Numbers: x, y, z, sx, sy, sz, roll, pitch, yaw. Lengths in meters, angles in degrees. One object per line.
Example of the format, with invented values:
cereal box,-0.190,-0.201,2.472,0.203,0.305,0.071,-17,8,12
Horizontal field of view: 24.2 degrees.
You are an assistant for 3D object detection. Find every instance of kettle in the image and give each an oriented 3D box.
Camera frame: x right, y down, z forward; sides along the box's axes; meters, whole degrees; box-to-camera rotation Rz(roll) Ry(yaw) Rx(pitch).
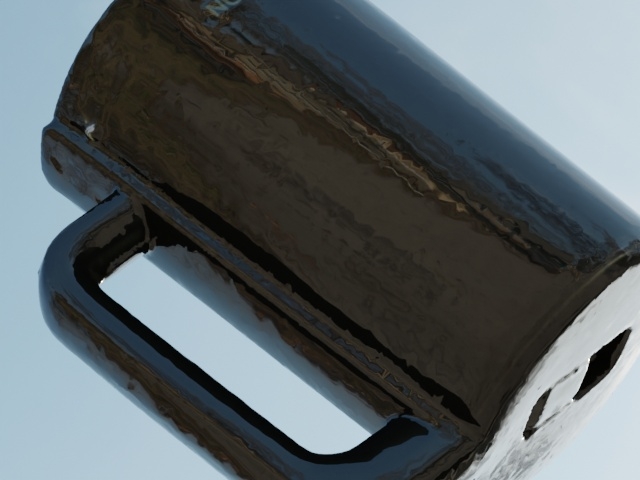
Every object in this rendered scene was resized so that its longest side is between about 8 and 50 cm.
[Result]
kettle,0.008,-0.012,0.801,0.262,0.308,0.203,-5,-51,-57
